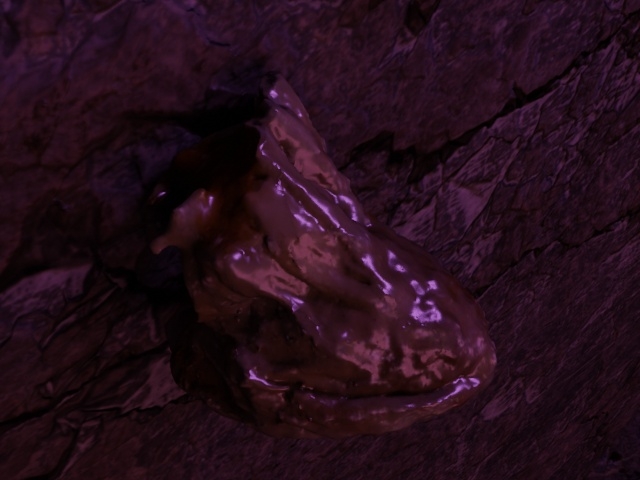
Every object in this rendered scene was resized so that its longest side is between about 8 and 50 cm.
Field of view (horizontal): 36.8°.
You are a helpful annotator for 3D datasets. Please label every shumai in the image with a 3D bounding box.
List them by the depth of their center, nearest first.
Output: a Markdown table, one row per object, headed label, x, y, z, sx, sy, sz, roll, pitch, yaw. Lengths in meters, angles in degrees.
| label | x | y | z | sx | sy | sz | roll | pitch | yaw |
| --- | --- | --- | --- | --- | --- | --- | --- | --- | --- |
| shumai | 0.000 | 0.000 | 0.808 | 0.267 | 0.314 | 0.262 | -37 | 132 | -42 |
